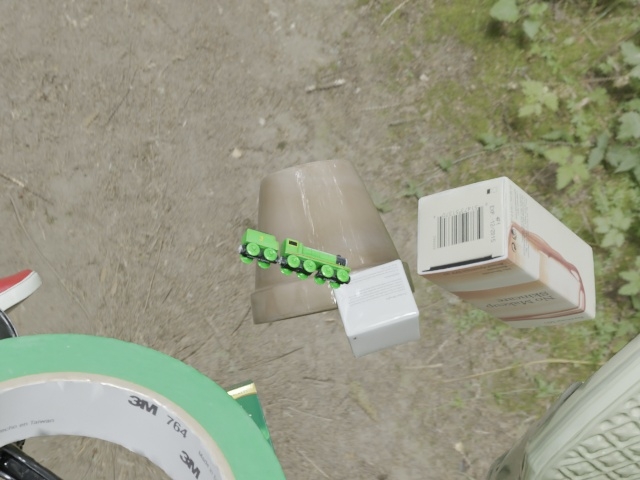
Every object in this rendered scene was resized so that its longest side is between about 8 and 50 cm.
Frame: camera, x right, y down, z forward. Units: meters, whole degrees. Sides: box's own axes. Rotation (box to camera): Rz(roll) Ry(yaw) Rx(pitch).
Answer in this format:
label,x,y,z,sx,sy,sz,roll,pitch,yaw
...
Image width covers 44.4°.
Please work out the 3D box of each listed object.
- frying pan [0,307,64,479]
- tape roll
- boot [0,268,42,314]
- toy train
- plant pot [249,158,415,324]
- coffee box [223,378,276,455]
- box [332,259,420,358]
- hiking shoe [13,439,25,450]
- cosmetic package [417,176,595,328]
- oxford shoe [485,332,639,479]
label,x,y,z,sx,sy,sz,roll,pitch,yaw
frying pan,-0.333,0.184,0.697,0.197,0.053,0.326,-37,62,0
tape roll,-0.178,0.208,0.542,0.321,0.077,0.321,14,39,-12
boot,-0.533,0.055,1.139,0.176,0.088,0.244,50,28,-2
toy train,-0.017,0.012,0.536,0.083,0.017,0.024,17,55,-20
plant pot,0.000,0.000,1.533,0.323,0.323,0.280,-10,85,-17
coffee box,-0.129,0.314,1.182,0.113,0.040,0.184,-15,90,-10
box,0.077,0.096,1.076,0.101,0.102,0.087,-17,61,0
hiking shoe,-0.548,0.265,1.257,0.114,0.086,0.227,-8,101,5
cosmetic package,0.288,0.030,1.192,0.296,0.153,0.129,26,59,-43
oxford shoe,0.235,0.175,0.655,0.169,0.449,0.130,6,49,-1
